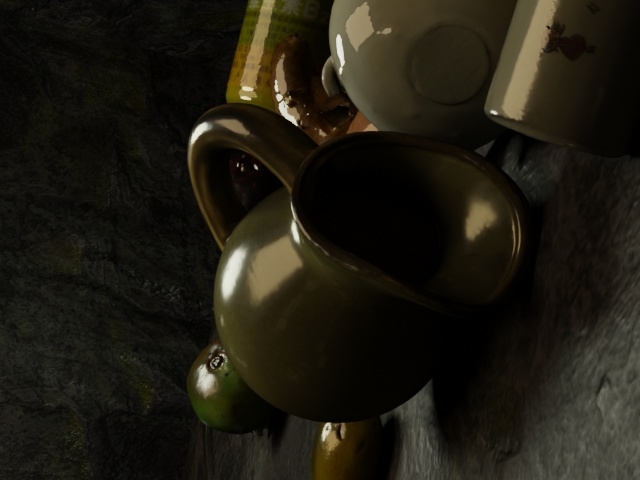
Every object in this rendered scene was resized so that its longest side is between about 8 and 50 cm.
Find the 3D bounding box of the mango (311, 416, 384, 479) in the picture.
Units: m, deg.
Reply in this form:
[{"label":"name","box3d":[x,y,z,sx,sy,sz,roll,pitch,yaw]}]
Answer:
[{"label":"mango","box3d":[0.027,0.254,1.240,0.103,0.076,0.161,-102,18,-55]}]

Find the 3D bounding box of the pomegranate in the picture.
[{"label":"pomegranate","box3d":[-0.136,0.269,1.931,0.180,0.179,0.210,-87,-23,-48]}]

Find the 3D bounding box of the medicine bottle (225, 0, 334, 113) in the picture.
[{"label":"medicine bottle","box3d":[-0.029,-0.414,2.052,0.224,0.224,0.385,-158,83,-80]}]

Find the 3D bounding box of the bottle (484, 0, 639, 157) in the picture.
[{"label":"bottle","box3d":[0.199,-0.182,0.766,0.110,0.109,0.233,-114,38,-74]}]

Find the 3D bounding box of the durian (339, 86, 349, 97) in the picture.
[{"label":"durian","box3d":[0.046,-0.202,1.665,0.375,0.106,0.132,123,157,-64]}]

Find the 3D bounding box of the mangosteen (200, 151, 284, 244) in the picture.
[{"label":"mangosteen","box3d":[-0.102,-0.040,2.015,0.228,0.228,0.266,-91,-8,-57]}]

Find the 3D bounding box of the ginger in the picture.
[{"label":"ginger","box3d":[0.022,-0.161,1.513,0.309,0.107,0.133,44,166,40]}]

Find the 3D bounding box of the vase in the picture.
[{"label":"vase","box3d":[0.000,0.000,1.024,0.241,0.329,0.302,-44,-9,-31]}]

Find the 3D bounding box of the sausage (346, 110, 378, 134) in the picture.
[{"label":"sausage","box3d":[0.060,-0.038,1.326,0.121,0.121,0.304,-98,26,-66]}]

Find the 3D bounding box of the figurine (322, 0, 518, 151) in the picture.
[{"label":"figurine","box3d":[0.119,-0.181,1.126,0.394,0.226,0.275,-87,-15,-73]}]
